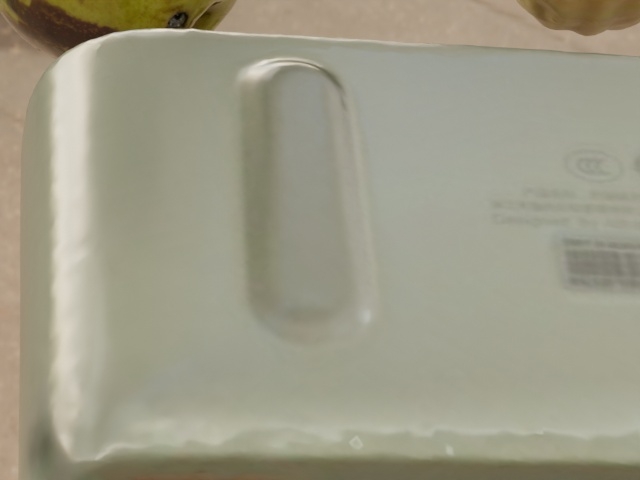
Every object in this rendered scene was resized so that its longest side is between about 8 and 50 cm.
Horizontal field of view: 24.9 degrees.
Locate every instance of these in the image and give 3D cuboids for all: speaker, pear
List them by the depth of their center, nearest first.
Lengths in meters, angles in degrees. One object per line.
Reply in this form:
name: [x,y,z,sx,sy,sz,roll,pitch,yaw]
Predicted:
speaker: [0.094,0.053,0.516,0.406,0.183,0.184,3,42,-9]
pear: [-0.224,-0.305,1.558,0.283,0.284,0.283,9,34,-6]

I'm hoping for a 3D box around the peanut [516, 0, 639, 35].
peanut: [0.158,-0.275,0.843,0.140,0.325,0.153,-6,26,8]
